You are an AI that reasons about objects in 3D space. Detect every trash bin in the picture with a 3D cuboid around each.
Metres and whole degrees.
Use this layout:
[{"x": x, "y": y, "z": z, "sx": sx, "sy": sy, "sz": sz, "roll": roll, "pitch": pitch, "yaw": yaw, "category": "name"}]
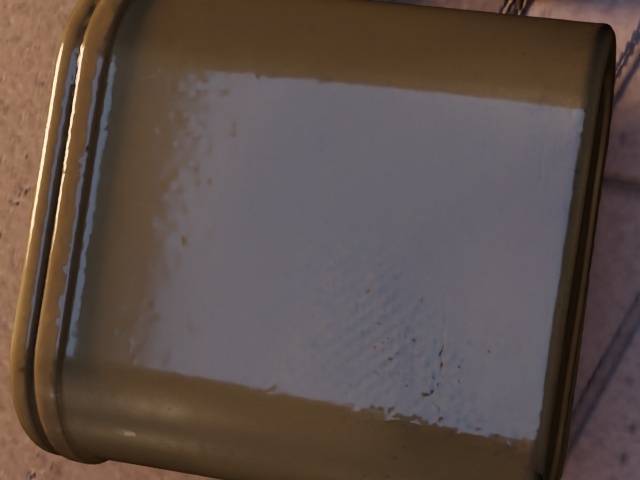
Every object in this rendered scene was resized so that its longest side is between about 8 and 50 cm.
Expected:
[{"x": 0.000, "y": 0.000, "z": 0.577, "sx": 0.248, "sy": 0.121, "sz": 0.243, "roll": 7, "pitch": 88, "yaw": 17, "category": "trash bin"}]
